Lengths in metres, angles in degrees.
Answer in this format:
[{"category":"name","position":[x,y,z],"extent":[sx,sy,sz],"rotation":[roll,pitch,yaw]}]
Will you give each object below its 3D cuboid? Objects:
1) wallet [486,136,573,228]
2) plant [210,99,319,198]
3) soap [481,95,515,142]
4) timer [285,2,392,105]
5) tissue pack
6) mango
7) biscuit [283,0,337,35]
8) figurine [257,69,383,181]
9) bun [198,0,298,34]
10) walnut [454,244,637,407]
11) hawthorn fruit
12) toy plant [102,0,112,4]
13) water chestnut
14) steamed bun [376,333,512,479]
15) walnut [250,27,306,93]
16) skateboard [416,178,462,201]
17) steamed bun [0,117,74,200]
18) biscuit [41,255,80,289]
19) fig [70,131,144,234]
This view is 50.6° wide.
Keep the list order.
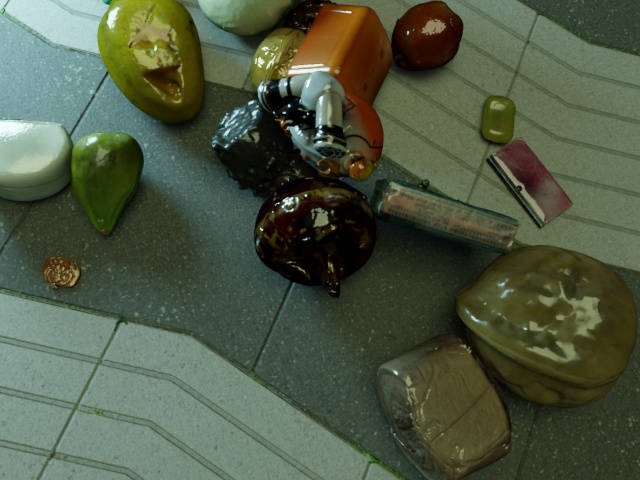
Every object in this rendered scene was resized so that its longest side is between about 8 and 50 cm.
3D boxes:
[{"category":"wallet","position":[0.554,-0.156,1.790],"extent":[0.119,0.025,0.232],"rotation":[-33,80,-14]},{"category":"plant","position":[-0.144,-0.217,1.651],"extent":[0.234,0.204,0.178],"rotation":[41,47,-37]},{"category":"soap","position":[0.479,-0.325,1.821],"extent":[0.089,0.045,0.140],"rotation":[12,71,-5]},{"category":"timer","position":[0.077,-0.431,1.724],"extent":[0.161,0.250,0.257],"rotation":[12,68,36]},{"category":"tissue pack","position":[0.278,-0.058,1.592],"extent":[0.315,0.228,0.103],"rotation":[17,92,-5]},{"category":"mango","position":[-0.416,-0.465,1.718],"extent":[0.253,0.182,0.365],"rotation":[-25,88,-15]},{"category":"biscuit","position":[-0.008,-0.575,1.847],"extent":[0.192,0.049,0.192],"rotation":[1,78,-6]},{"category":"figurine","position":[0.028,-0.256,1.544],"extent":[0.196,0.323,0.320],"rotation":[-48,65,7]},{"category":"bun","position":[-0.143,-0.684,1.773],"extent":[0.361,0.213,0.361],"rotation":[-22,44,24]},{"category":"walnut","position":[0.515,0.184,1.526],"extent":[0.383,0.383,0.383],"rotation":[2,73,-5]},{"category":"hawthorn fruit","position":[0.270,-0.534,1.796],"extent":[0.202,0.185,0.185],"rotation":[-37,80,-11]},{"category":"toy plant","position":[-0.517,-0.811,1.801],"extent":[0.279,0.185,0.400],"rotation":[6,82,9]},{"category":"water chestnut","position":[0.000,0.000,1.546],"extent":[0.300,0.300,0.300],"rotation":[2,73,-5]},{"category":"steamed bun","position":[0.264,0.379,1.522],"extent":[0.251,0.199,0.301],"rotation":[-23,87,-29]},{"category":"walnut","position":[-0.095,-0.453,1.744],"extent":[0.159,0.159,0.207],"rotation":[28,81,3]},{"category":"skateboard","position":[0.303,-0.088,1.730],"extent":[0.151,0.067,0.080],"rotation":[29,82,-1]},{"category":"steamed bun","position":[-0.715,-0.188,1.611],"extent":[0.241,0.146,0.164],"rotation":[3,69,-4]},{"category":"biscuit","position":[-0.619,0.079,1.610],"extent":[0.091,0.015,0.078],"rotation":[18,72,0]},{"category":"fig","position":[-0.520,-0.152,1.631],"extent":[0.167,0.167,0.233],"rotation":[16,110,-1]}]
